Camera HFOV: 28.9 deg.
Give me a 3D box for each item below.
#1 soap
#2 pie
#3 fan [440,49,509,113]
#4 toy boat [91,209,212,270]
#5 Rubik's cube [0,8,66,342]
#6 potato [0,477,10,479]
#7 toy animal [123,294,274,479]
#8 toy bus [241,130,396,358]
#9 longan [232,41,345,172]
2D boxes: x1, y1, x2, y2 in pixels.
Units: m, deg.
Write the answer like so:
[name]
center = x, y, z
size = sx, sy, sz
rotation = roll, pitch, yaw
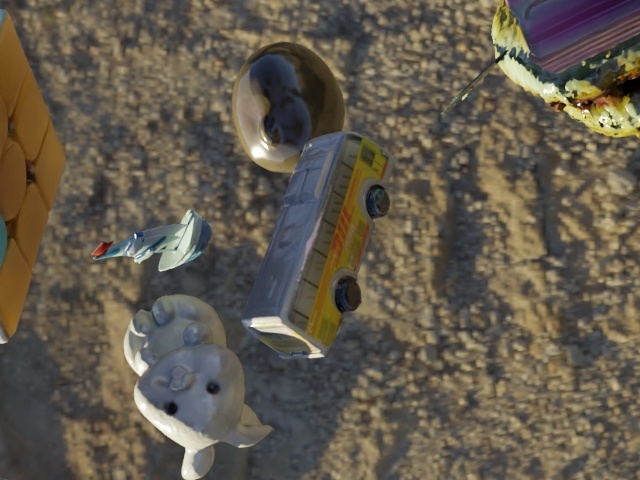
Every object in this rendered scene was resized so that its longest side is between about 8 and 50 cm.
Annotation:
[soap]
center = 0.257, -0.206, 0.992
size = 0.203, 0.122, 0.065
rotation = -24, 86, 16
[pie]
center = 0.414, -0.344, 1.667
size = 0.395, 0.180, 0.418
rotation = -38, 38, 20
[fan]
center = 0.191, -0.195, 1.567
size = 0.113, 0.175, 0.005
rotation = -43, 87, -1
[toy boat]
center = -0.188, -0.005, 1.443
size = 0.105, 0.149, 0.034
rotation = -39, 58, 22
[Rubik's cube]
center = -0.501, -0.079, 1.475
size = 0.290, 0.291, 0.292
rotation = 4, 56, 8
[potato]
center = -0.284, 0.372, 1.302
size = 0.229, 0.229, 0.266
rotation = 60, 168, 25
[toy animal]
center = -0.152, 0.171, 1.483
size = 0.127, 0.178, 0.193
rotation = -29, 52, -4
[toy bus]
center = 0.000, 0.000, 1.393
size = 0.092, 0.106, 0.268
rotation = -9, 53, 45
[longan]
center = -0.048, -0.194, 1.796
size = 0.189, 0.189, 0.189
rotation = 0, 90, 42
